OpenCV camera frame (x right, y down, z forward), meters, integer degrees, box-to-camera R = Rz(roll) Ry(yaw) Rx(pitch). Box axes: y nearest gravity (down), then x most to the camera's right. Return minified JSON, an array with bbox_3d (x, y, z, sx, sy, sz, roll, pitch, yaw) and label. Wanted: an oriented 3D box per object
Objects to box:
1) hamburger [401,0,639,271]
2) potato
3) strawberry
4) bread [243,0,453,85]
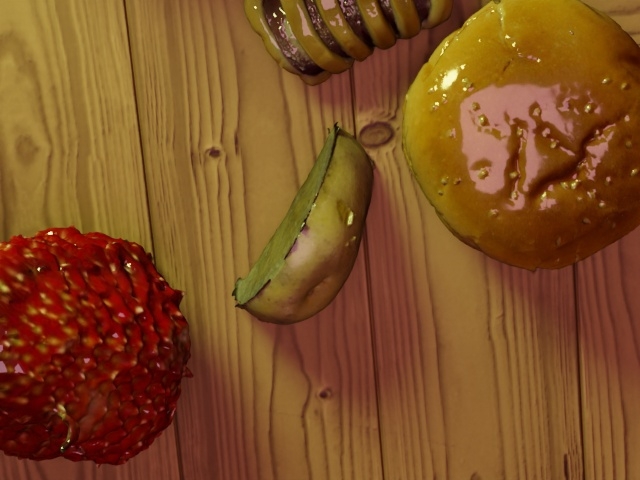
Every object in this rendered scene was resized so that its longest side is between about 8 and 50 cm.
[{"bbox_3d":[0.241,-0.124,1.709,0.290,0.170,0.314,-36,101,0],"label":"hamburger"},{"bbox_3d":[0.000,0.000,1.745,0.098,0.138,0.243,27,104,-13],"label":"potato"},{"bbox_3d":[-0.288,0.136,1.661,0.292,0.343,0.292,2,101,11],"label":"strawberry"},{"bbox_3d":[0.036,-0.265,1.707,0.225,0.081,0.134,-27,105,3],"label":"bread"}]
